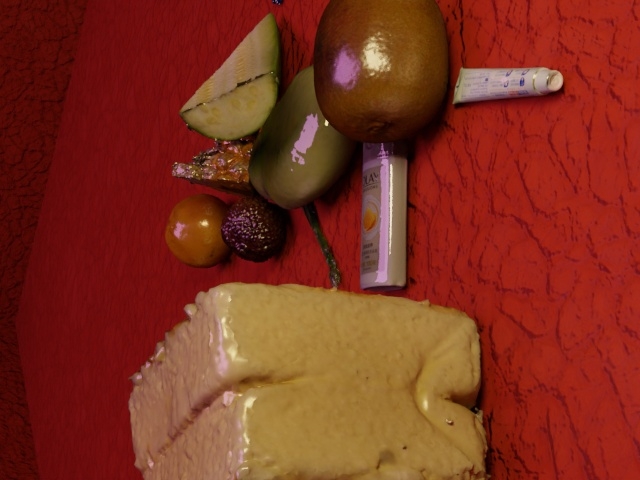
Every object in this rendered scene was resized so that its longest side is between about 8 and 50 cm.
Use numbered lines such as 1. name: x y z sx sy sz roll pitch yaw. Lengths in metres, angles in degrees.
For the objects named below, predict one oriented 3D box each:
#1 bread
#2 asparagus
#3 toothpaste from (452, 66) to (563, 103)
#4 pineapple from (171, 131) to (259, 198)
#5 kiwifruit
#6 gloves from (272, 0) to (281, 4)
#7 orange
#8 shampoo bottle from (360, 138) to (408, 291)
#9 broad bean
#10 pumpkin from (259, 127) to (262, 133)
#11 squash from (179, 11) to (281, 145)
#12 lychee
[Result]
1. bread: -0.021 0.250 1.188 0.371 0.390 0.279 -48 39 46
2. asparagus: 0.000 0.000 1.584 0.023 0.022 0.232 -26 45 6
3. toothpaste: 0.228 -0.199 1.185 0.218 0.033 0.052 17 95 65
4. pineapple: -0.187 -0.160 1.776 0.250 0.164 0.139 51 -131 -84
5. kiwifruit: 0.083 -0.256 1.304 0.196 0.196 0.233 -36 54 55
6. gloves: -0.082 -0.507 1.846 0.064 0.026 0.086 17 99 60
7. orange: -0.251 -0.019 1.943 0.159 0.136 0.158 -26 59 55
8. shampoo bottle: 0.093 -0.041 1.376 0.086 0.056 0.227 -14 72 60
9. broad bean: -0.027 -0.166 1.570 0.291 0.119 0.238 -45 35 46
10. pumpkin: -0.135 -0.232 1.878 0.101 0.035 0.073 15 100 60
11. squash: -0.149 -0.296 1.756 0.288 0.203 0.111 -101 -15 -57
12. lychee: -0.124 -0.025 1.724 0.123 0.123 0.129 -39 42 53
